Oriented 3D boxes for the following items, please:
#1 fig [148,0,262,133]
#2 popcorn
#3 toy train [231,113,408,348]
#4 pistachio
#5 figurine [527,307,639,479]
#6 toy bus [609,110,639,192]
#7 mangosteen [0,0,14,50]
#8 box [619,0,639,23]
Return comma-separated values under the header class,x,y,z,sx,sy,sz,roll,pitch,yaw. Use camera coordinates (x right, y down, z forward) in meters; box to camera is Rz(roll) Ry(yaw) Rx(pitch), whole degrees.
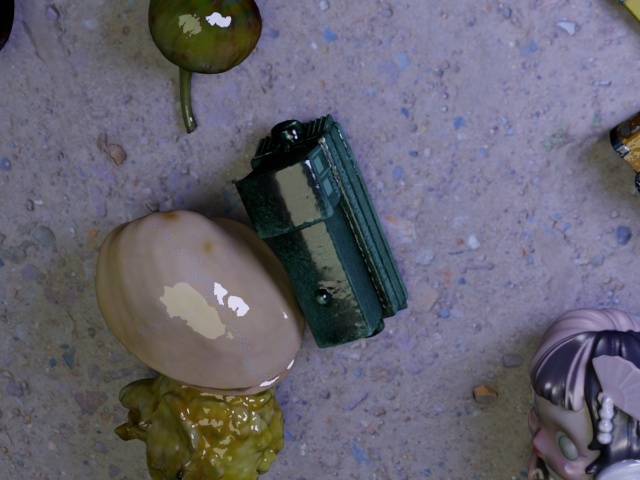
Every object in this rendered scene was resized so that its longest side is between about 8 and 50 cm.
class,x,y,z,sx,sy,sz,roll,pitch,yaw
fig,-0.167,-0.250,1.280,0.149,0.149,0.245,29,139,4
popcorn,-0.188,0.284,1.443,0.265,0.192,0.233,7,112,9
toy train,0.000,0.000,1.279,0.138,0.178,0.330,-17,104,22
pistachio,-0.168,0.082,1.338,0.321,0.229,0.238,32,79,5
figurine,0.377,0.252,1.257,0.211,0.253,0.361,-20,120,-22
toy bus,0.455,-0.082,1.152,0.201,0.098,0.114,46,116,-5
mangosteen,-0.518,-0.324,1.292,0.209,0.210,0.210,6,113,14
box,0.385,-0.356,1.093,0.279,0.041,0.153,47,117,-4
